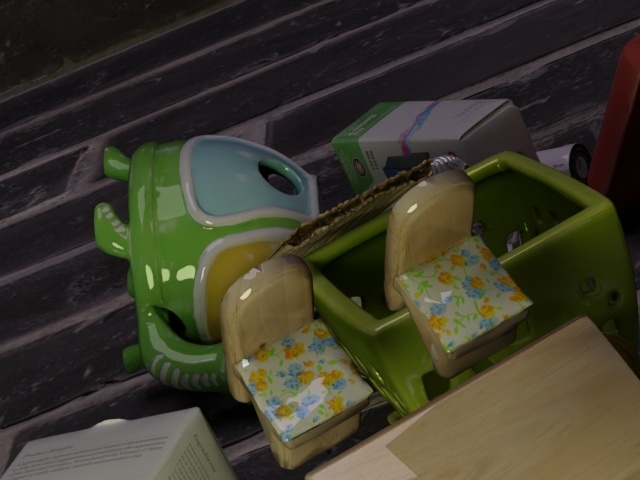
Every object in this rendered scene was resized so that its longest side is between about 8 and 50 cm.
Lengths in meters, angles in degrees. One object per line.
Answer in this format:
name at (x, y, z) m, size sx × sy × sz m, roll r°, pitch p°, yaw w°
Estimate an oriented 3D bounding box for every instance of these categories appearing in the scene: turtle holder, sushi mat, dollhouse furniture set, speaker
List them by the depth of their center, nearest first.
dollhouse furniture set at (0.186, 0.084, 1.208) m, size 0.394 × 0.256 × 0.362 m, roll -29°, pitch 63°, yaw -16°
sushi mat at (0.000, 0.000, 1.729) m, size 0.151 × 0.019 × 0.316 m, roll -27°, pitch -4°, yaw -17°
turtle holder at (-0.107, 0.017, 1.978) m, size 0.227 × 0.243 × 0.320 m, roll -6°, pitch 13°, yaw 1°
speaker at (0.224, -0.068, 2.067) m, size 0.136 × 0.055 × 0.055 m, roll -10°, pitch 25°, yaw 36°

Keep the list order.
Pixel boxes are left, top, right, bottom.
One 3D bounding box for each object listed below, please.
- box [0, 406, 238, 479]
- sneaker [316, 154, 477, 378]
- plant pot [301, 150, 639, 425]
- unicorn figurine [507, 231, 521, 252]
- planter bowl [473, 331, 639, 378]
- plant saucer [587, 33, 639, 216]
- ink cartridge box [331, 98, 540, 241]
box at (-0.153, 0.250, 1.536) m, size 0.181 × 0.182 × 0.119 m, roll -14°, pitch 25°, yaw 29°
sneaker at (0.063, 0.025, 1.890) m, size 0.153 × 0.094 × 0.235 m, roll -3°, pitch 67°, yaw 62°
plant pot at (0.140, 0.079, 1.586) m, size 0.227 × 0.207 × 0.228 m, roll -29°, pitch 21°, yaw -8°
unicorn figurine at (0.190, 0.008, 1.881) m, size 0.162 × 0.111 × 0.060 m, roll -15°, pitch 31°, yaw -37°
planter bowl at (0.169, 0.173, 1.423) m, size 0.217 × 0.217 × 0.090 m, roll -28°, pitch 55°, yaw -7°
plant saucer at (0.364, -0.161, 1.889) m, size 0.259 × 0.258 × 0.048 m, roll -35°, pitch 63°, yaw -26°
ink cartridge box at (0.132, -0.063, 2.014) m, size 0.093 × 0.154 × 0.212 m, roll -38°, pitch 25°, yaw -32°
